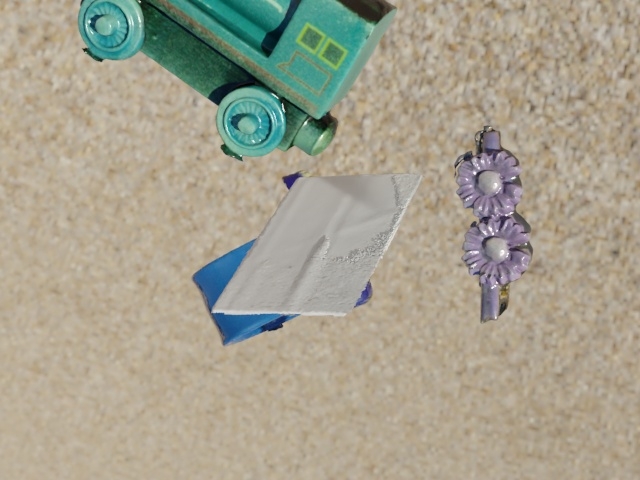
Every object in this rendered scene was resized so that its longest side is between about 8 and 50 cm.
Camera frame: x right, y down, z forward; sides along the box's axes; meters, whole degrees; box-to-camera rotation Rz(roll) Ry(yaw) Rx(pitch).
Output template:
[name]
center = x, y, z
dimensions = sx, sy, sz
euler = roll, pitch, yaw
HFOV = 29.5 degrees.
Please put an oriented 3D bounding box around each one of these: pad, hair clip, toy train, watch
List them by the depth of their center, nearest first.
[toy train]
center = -0.089, -0.213, 1.139
dimensions = 0.298, 0.120, 0.194
euler = 35, 118, 3
[pad]
center = 0.000, 0.000, 1.215
dimensions = 0.156, 0.232, 0.004
euler = 0, 128, 27
[watch]
center = -0.051, 0.039, 1.470
dimensions = 0.200, 0.171, 0.196
euler = -27, 165, -6
[hair clip]
center = 0.253, -0.026, 1.771
dimensions = 0.106, 0.292, 0.084
euler = -5, 174, 17
